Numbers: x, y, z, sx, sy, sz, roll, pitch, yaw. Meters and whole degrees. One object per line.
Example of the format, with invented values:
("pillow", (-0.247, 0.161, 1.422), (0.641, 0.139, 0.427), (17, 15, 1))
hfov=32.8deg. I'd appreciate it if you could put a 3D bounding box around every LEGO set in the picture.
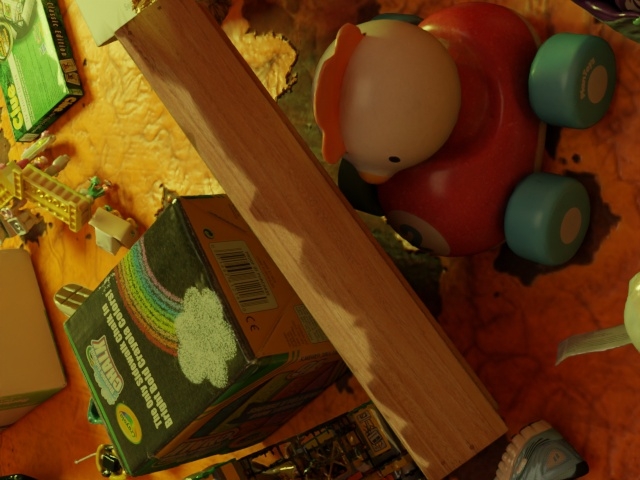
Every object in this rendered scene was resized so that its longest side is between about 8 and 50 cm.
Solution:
("LEGO set", (-0.030, 0.283, 0.911), (0.255, 0.331, 0.192), (-36, 76, 24))
("LEGO set", (-0.323, -0.065, 1.325), (0.287, 0.107, 0.132), (1, 128, 38))

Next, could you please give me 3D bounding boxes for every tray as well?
("tray", (0.000, 0.000, 0.880), (0.076, 0.203, 0.411), (-35, 78, 1))

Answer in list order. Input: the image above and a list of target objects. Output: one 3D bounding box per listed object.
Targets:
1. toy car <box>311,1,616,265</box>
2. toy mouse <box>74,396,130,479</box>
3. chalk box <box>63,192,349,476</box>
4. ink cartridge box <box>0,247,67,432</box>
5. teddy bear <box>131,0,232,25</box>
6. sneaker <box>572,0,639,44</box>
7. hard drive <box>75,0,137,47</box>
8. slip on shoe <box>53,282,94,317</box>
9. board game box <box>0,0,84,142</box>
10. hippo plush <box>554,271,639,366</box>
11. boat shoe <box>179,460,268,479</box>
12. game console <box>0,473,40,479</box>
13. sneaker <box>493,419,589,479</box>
("toy car", (0.066, -0.087, 0.841), (0.219, 0.238, 0.210), (18, 105, 41))
("toy mouse", (-0.227, 0.212, 1.271), (0.161, 0.031, 0.143), (11, 100, 42))
("chalk box", (-0.115, 0.105, 1.064), (0.289, 0.179, 0.180), (-43, 65, 37))
("ink cartridge box", (-0.474, 0.157, 1.441), (0.273, 0.115, 0.198), (-34, 70, 39))
("teddy bear", (-0.074, -0.308, 0.969), (0.338, 0.113, 0.245), (-43, 23, 32))
("sneaker", (0.256, -0.149, 0.755), (0.224, 0.098, 0.083), (34, 114, 37))
("hard drive", (-0.256, -0.378, 1.160), (0.203, 0.040, 0.307), (-11, 105, 57))
("slip on shoe", (-0.263, 0.092, 1.295), (0.135, 0.051, 0.041), (17, 144, 33))
("board game box", (-0.379, -0.270, 1.388), (0.136, 0.030, 0.259), (-28, 73, 38))
("hippo plush", (0.298, 0.111, 0.640), (0.294, 0.234, 0.236), (-35, 69, 38))
("boat shoe", (-0.152, 0.343, 1.165), (0.307, 0.104, 0.110), (-45, 72, 33))
("game console", (-0.385, 0.354, 1.404), (0.122, 0.107, 0.071), (-19, 52, 42))
("sneaker", (0.167, 0.231, 0.886), (0.073, 0.063, 0.162), (32, 114, 34))
